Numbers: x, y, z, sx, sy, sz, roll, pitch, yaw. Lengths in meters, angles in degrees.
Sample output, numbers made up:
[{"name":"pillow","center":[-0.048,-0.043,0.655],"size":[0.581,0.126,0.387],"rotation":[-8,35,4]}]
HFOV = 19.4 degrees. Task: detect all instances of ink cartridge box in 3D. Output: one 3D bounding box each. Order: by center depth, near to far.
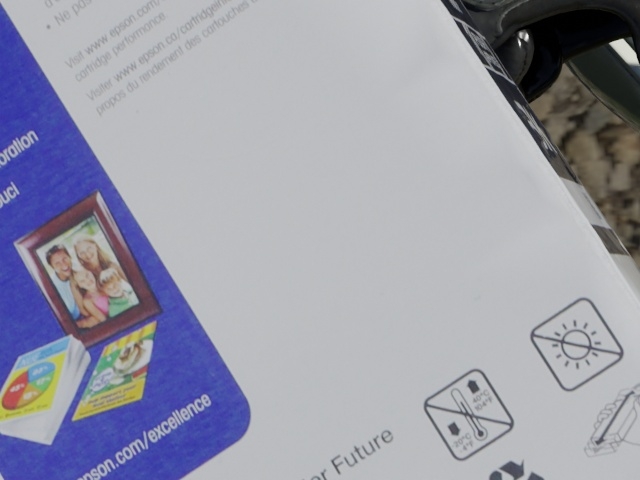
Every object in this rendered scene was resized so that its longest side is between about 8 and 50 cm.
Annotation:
[{"name":"ink cartridge box","center":[-0.050,-0.041,0.478],"size":[0.165,0.065,0.332],"rotation":[-34,82,13]}]

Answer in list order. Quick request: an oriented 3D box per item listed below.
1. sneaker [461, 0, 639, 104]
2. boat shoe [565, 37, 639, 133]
[{"name":"sneaker","center":[0.047,-0.126,0.775],"size":[0.276,0.097,0.135],"rotation":[9,89,20]},{"name":"boat shoe","center":[0.226,-0.190,1.430],"size":[0.340,0.127,0.113],"rotation":[43,84,-28]}]
